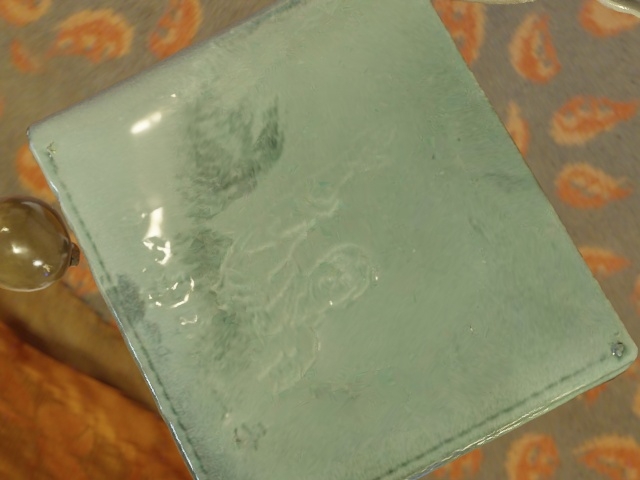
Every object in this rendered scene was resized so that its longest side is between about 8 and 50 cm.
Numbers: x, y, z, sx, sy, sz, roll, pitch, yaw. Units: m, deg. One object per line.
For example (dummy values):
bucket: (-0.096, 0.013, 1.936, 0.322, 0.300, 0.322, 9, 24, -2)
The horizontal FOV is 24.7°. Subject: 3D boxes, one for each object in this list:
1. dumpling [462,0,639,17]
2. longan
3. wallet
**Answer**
dumpling: (0.091, -0.196, 0.517, 0.260, 0.341, 0.181, -30, 120, -20)
longan: (-0.291, 0.005, 1.452, 0.119, 0.106, 0.106, 16, 109, -38)
wallet: (0.000, 0.000, 0.818, 0.251, 0.054, 0.290, -27, 75, -3)
